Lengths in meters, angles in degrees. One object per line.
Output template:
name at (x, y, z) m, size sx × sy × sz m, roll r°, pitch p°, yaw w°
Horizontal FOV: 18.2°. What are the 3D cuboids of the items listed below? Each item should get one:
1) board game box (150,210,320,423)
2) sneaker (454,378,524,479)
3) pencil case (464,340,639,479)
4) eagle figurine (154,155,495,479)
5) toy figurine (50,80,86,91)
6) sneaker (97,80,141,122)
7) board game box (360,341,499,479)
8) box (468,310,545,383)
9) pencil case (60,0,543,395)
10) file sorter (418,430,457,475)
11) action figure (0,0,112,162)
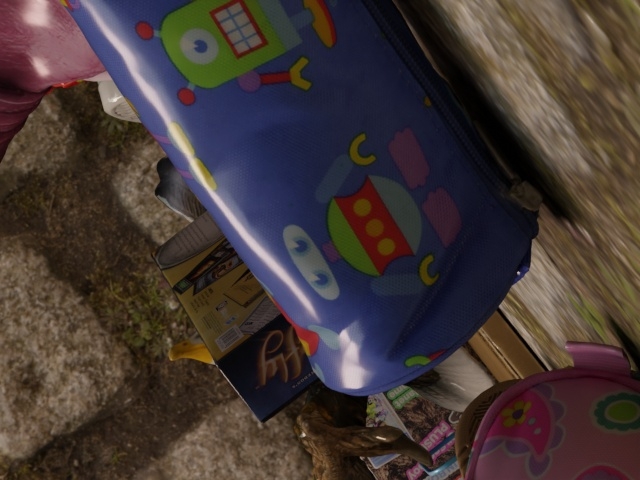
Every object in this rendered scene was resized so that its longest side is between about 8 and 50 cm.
board game box at (0.000, 0.000, 1.078) m, size 0.042 × 0.165 × 0.243 m, roll 53°, pitch 178°, yaw -17°
sneaker at (0.194, 0.216, 1.272) m, size 0.282 × 0.099 × 0.153 m, roll 47°, pitch 172°, yaw 40°
pencil case at (0.168, 0.172, 1.021) m, size 0.124 × 0.124 × 0.284 m, roll 50°, pitch 175°, yaw 45°
eagle figurine at (-0.019, 0.057, 1.604) m, size 0.225 × 0.226 × 0.298 m, roll 20°, pitch -139°, yaw -36°
toy figurine at (-0.226, -0.236, 1.666) m, size 0.362 × 0.191 × 0.217 m, roll -91°, pitch -18°, yaw -84°
sneaker at (-0.077, -0.153, 1.436) m, size 0.256 × 0.094 × 0.151 m, roll 14°, pitch -115°, yaw -63°
board game box at (0.128, 0.205, 1.808) m, size 0.291 × 0.141 × 0.232 m, roll 52°, pitch 177°, yaw 19°
box at (0.166, 0.127, 1.420) m, size 0.201 × 0.021 × 0.164 m, roll 52°, pitch 177°, yaw 17°
pencil case at (-0.017, -0.076, 0.854) m, size 0.306 × 0.133 × 0.119 m, roll 55°, pitch -161°, yaw -23°
file sorter at (0.171, 0.214, 1.593) m, size 0.170 × 0.104 × 0.118 m, roll 52°, pitch 178°, yaw -2°
action figure at (-0.190, -0.110, 1.173) m, size 0.275 × 0.370 × 0.248 m, roll 39°, pitch -149°, yaw 4°
